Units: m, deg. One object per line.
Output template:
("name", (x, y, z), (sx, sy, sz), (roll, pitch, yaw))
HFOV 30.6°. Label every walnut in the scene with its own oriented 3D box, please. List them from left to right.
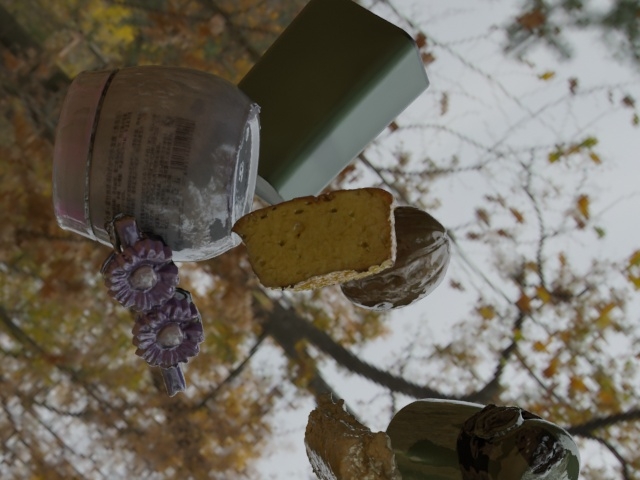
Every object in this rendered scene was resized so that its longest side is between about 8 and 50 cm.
("walnut", (0.096, 0.024, 1.600), (0.162, 0.140, 0.140), (-15, -153, 20))

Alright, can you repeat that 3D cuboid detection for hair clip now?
("hair clip", (-0.224, 0.086, 1.577), (0.106, 0.292, 0.084), (-24, -145, -13))

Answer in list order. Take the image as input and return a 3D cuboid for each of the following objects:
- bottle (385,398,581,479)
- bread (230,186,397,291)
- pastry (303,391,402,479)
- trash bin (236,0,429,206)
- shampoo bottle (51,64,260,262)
("bottle", (0.232, 0.313, 1.676), (0.168, 0.168, 0.347), (-49, -165, -21))
("bread", (0.000, 0.000, 1.302), (0.187, 0.103, 0.065), (-14, 169, 10))
("pastry", (0.041, 0.304, 1.650), (0.089, 0.121, 0.258), (-19, -169, -13))
("trash bin", (-0.018, -0.232, 1.967), (0.223, 0.158, 0.343), (37, -104, 30))
("shampoo bottle", (-0.229, -0.110, 1.641), (0.273, 0.266, 0.273), (10, 90, -86))
